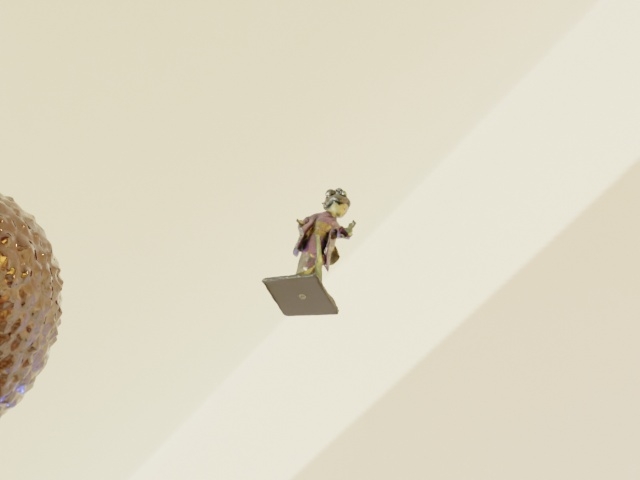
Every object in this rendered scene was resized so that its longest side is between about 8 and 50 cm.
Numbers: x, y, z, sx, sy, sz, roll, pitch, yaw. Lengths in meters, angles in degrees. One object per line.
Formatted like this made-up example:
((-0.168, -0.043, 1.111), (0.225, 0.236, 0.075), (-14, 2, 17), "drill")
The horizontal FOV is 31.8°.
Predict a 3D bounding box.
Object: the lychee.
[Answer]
((-0.365, 0.055, 1.044), (0.261, 0.260, 0.260), (0, -58, -1), "lychee")

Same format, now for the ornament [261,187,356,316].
((0.007, 0.002, 1.497), (0.081, 0.203, 0.088), (3, -42, 30), "ornament")
